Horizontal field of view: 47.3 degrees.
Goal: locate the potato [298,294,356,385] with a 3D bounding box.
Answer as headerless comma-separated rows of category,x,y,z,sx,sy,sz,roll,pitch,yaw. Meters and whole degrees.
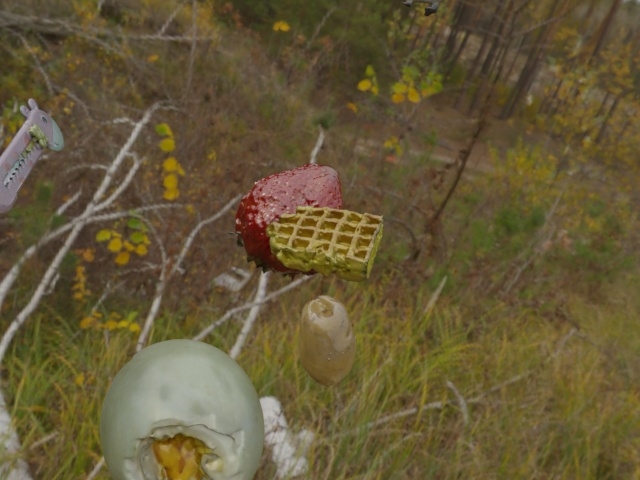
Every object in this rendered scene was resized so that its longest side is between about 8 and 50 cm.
potato,0.010,0.189,1.409,0.119,0.178,0.109,-17,20,-25

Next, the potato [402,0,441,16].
potato,0.091,-0.422,0.842,0.288,0.301,0.237,61,1,-24

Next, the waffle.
waffle,0.000,0.000,1.354,0.211,0.055,0.160,8,36,10

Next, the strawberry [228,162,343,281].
strawberry,-0.055,-0.053,1.649,0.257,0.276,0.257,35,11,-8

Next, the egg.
egg,-0.242,0.314,1.277,0.279,0.278,0.336,12,12,-18

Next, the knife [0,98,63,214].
knife,-0.611,-0.172,1.504,0.132,0.038,0.398,58,18,-30
